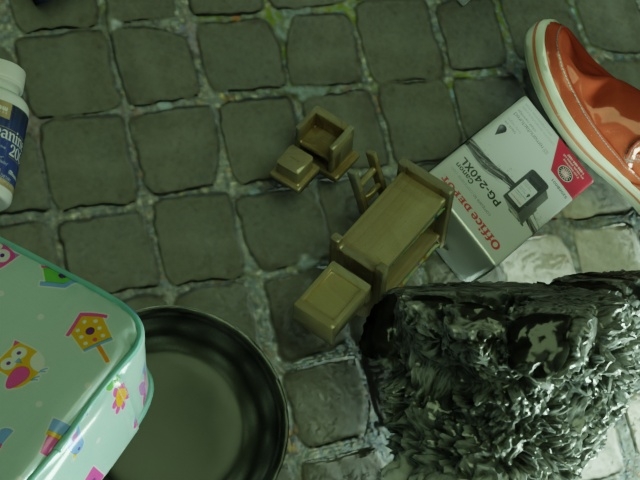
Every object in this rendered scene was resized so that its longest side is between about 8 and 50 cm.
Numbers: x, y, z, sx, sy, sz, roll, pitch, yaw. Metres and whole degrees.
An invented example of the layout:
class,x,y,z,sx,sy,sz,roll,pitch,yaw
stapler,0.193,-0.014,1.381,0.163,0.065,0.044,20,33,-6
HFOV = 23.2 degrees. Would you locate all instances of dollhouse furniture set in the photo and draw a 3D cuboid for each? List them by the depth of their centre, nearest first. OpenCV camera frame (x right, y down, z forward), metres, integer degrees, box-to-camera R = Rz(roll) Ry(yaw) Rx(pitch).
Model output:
class,x,y,z,sx,sy,sz,roll,pitch,yaw
dollhouse furniture set,0.000,0.000,1.398,0.161,0.101,0.182,33,62,18

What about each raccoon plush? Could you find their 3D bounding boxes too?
class,x,y,z,sx,sy,sz,roll,pitch,yaw
raccoon plush,0.213,0.190,1.358,0.446,0.216,0.299,-3,97,-33

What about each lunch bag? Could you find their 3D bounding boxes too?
class,x,y,z,sx,sy,sz,roll,pitch,yaw
lunch bag,-0.274,0.131,1.185,0.224,0.108,0.279,24,59,20

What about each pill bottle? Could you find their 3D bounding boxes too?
class,x,y,z,sx,sy,sz,roll,pitch,yaw
pill bottle,-0.281,-0.089,1.305,0.067,0.067,0.120,14,69,-18

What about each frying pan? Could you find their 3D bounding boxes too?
class,x,y,z,sx,sy,sz,roll,pitch,yaw
frying pan,-0.161,0.197,1.273,0.197,0.053,0.326,42,66,-4

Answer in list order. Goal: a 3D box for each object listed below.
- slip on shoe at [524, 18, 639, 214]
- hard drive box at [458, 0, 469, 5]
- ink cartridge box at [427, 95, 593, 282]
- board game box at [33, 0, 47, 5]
class,x,y,z,sx,sy,sz,roll,pitch,yaw
slip on shoe,0.324,-0.095,1.514,0.331,0.101,0.123,46,34,-6
hard drive box,0.146,-0.355,1.470,0.181,0.232,0.089,44,63,-3
ink cartridge box,0.166,-0.047,1.475,0.150,0.063,0.109,-39,91,-28
board game box,-0.194,-0.341,1.408,0.243,0.042,0.165,-37,107,-27
